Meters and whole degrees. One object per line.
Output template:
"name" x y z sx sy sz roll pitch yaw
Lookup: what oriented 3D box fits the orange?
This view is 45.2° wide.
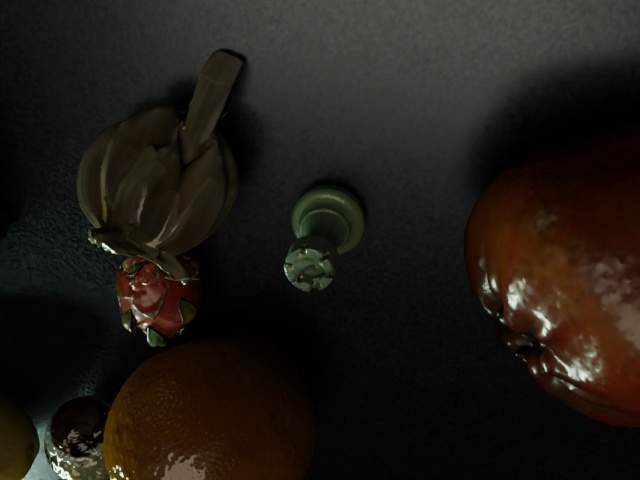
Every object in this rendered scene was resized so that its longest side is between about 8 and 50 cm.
"orange" -0.101 0.185 0.726 0.206 0.206 0.206 5 118 9

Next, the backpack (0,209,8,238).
"backpack" -0.493 -0.038 0.681 0.354 0.201 0.377 9 121 8

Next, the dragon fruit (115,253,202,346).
"dragon fruit" -0.153 0.057 0.733 0.081 0.086 0.116 -19 129 -22

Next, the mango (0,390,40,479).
"mango" -0.410 0.207 0.864 0.195 0.092 0.130 20 122 11

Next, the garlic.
"garlic" -0.128 -0.072 0.651 0.131 0.127 0.194 18 94 -19

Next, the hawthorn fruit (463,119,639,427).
"hawthorn fruit" 0.248 0.009 0.562 0.261 0.224 0.224 -32 109 2

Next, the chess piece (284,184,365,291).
"chess piece" 0.000 0.000 0.656 0.067 0.103 0.067 5 118 9

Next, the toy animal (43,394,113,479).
"toy animal" -0.263 0.215 0.837 0.137 0.098 0.098 -12 117 41
